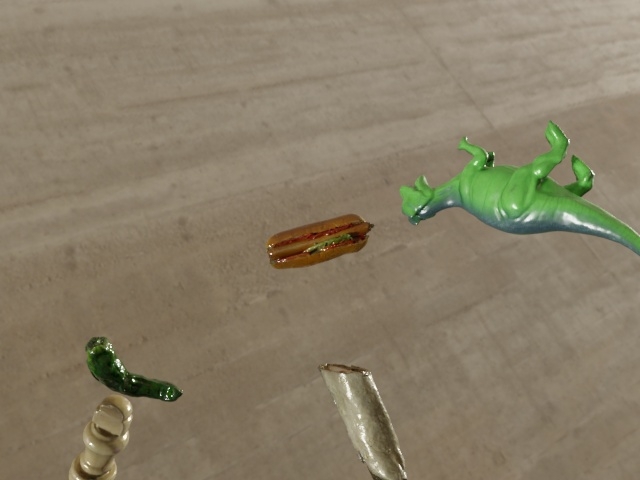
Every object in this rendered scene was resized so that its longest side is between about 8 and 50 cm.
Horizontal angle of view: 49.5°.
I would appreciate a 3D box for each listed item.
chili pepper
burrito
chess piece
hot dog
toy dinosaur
[{"bbox_3d":[-0.315,0.225,1.144,0.073,0.050,0.182,-42,-59,16],"label":"chili pepper"},{"bbox_3d":[0.073,0.292,1.105,0.087,0.225,0.060,-28,-8,39],"label":"burrito"},{"bbox_3d":[-0.499,0.504,1.520,0.117,0.117,0.396,-6,-54,-52],"label":"chess piece"},{"bbox_3d":[0.000,0.000,1.456,0.236,0.092,0.062,-18,-17,2],"label":"hot dog"},{"bbox_3d":[0.366,-0.026,1.320,0.375,0.499,0.144,-29,-43,15],"label":"toy dinosaur"}]
